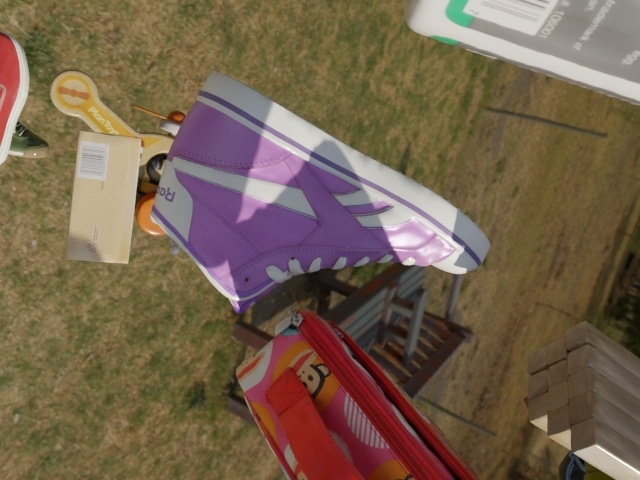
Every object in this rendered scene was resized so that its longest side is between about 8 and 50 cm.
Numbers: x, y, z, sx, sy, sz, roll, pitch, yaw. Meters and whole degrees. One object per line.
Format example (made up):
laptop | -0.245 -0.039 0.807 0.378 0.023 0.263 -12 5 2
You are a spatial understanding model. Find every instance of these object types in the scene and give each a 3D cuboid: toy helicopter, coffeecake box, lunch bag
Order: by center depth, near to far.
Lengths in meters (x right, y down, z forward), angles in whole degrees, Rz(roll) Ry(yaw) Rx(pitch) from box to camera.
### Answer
lunch bag | 0.050 0.194 0.498 0.120 0.293 0.258 -42 139 -2
coffeecake box | -0.267 -0.059 0.752 0.068 0.185 0.143 6 96 -20
toy helicopter | -0.360 -0.197 1.187 0.235 0.140 0.355 -46 124 -5

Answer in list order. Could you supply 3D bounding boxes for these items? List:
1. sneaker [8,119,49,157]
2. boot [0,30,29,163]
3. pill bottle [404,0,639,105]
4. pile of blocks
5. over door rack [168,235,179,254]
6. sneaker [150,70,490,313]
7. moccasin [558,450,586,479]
sneaker | -0.629 -0.226 1.194 0.064 0.192 0.086 -90 -162 -59
boot | -0.591 -0.241 1.032 0.176 0.088 0.244 -42 148 -79
pill bottle | 0.256 -0.191 0.416 0.204 0.360 0.204 -163 -90 -87
pile of blocks | 0.305 0.179 0.536 0.362 0.149 0.112 13 142 -28
over door rack | -0.237 -0.037 1.455 0.239 0.324 0.108 -38 -155 25
sneaker | -0.001 0.000 0.510 0.282 0.102 0.161 25 91 -17
moccasin | 0.364 0.314 0.781 0.138 0.116 0.342 -49 133 -67
